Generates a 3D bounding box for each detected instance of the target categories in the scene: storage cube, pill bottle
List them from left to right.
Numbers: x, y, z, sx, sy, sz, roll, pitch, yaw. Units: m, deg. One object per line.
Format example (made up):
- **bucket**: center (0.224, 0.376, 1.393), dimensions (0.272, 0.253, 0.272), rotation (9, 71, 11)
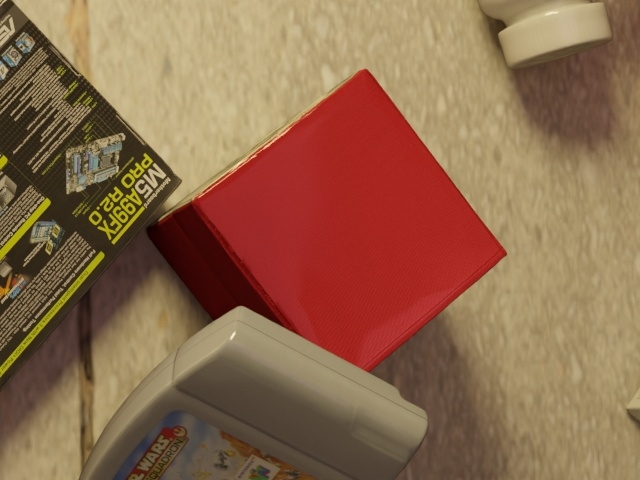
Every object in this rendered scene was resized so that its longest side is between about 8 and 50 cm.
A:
- **storage cube**: center (0.000, 0.000, 1.235), dimensions (0.215, 0.184, 0.193), rotation (-40, 96, -18)
- **pill bottle**: center (0.191, -0.277, 1.365), dimensions (0.121, 0.121, 0.221), rotation (-15, 89, -20)

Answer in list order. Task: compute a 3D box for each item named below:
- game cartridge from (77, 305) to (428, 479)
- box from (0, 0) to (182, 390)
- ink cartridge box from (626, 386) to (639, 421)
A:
- **game cartridge**: center (-0.079, 0.192, 1.156), dimensions (0.198, 0.297, 0.062), rotation (26, 31, -17)
- **box**: center (-0.273, -0.024, 1.178), dimensions (0.216, 0.060, 0.270), rotation (47, 72, -27)
- **ink cartridge box**: center (0.400, 0.102, 1.382), dimensions (0.086, 0.148, 0.203), rotation (41, 73, -10)
